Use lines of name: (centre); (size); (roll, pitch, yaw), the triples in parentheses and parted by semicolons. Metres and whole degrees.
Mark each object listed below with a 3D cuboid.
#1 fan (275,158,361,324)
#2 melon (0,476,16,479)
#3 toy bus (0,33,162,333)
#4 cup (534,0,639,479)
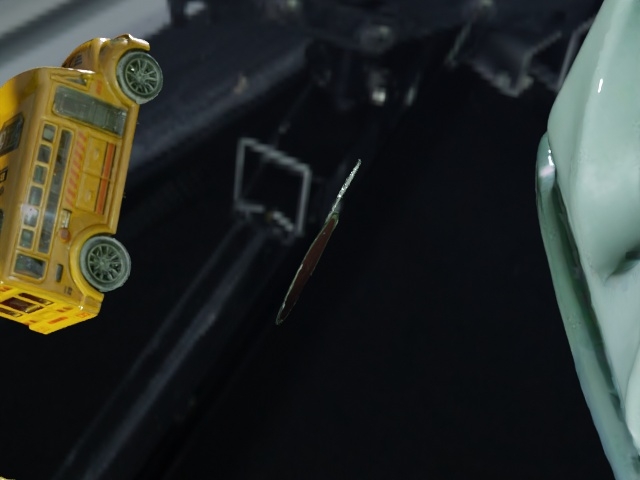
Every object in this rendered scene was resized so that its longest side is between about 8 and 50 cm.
fan: (0.000, 0.000, 1.077); (0.005, 0.133, 0.085); (28, -148, 5)
melon: (-0.166, 0.066, 0.426); (0.265, 0.169, 0.129); (58, -147, -6)
toy bus: (-0.139, -0.037, 0.878); (0.074, 0.069, 0.162); (20, -114, -31)
cup: (0.269, 0.026, 0.460); (0.392, 0.401, 0.310); (-26, -109, 17)
